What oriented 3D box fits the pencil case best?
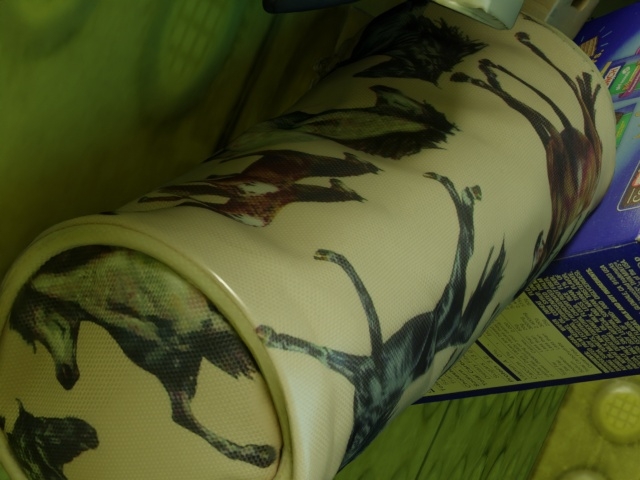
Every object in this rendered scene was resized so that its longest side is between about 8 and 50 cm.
[{"bbox_3d":[0.000,0.000,0.852,0.410,0.184,0.160,-39,144,-53],"label":"pencil case"}]

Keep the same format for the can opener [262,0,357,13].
[{"bbox_3d":[0.014,-0.143,0.888,0.186,0.059,0.073,-32,150,-61],"label":"can opener"}]

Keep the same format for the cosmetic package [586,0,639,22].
[{"bbox_3d":[0.230,-0.210,1.314,0.113,0.160,0.309,-63,163,-9],"label":"cosmetic package"}]

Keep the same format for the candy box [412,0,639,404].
[{"bbox_3d":[0.174,-0.032,1.148,0.317,0.122,0.268,-14,-144,50],"label":"candy box"}]

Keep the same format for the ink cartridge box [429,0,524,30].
[{"bbox_3d":[0.050,-0.213,0.741,0.208,0.153,0.087,-66,165,6],"label":"ink cartridge box"}]

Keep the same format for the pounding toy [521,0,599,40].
[{"bbox_3d":[0.116,-0.189,1.065,0.100,0.130,0.141,-57,166,13],"label":"pounding toy"}]
